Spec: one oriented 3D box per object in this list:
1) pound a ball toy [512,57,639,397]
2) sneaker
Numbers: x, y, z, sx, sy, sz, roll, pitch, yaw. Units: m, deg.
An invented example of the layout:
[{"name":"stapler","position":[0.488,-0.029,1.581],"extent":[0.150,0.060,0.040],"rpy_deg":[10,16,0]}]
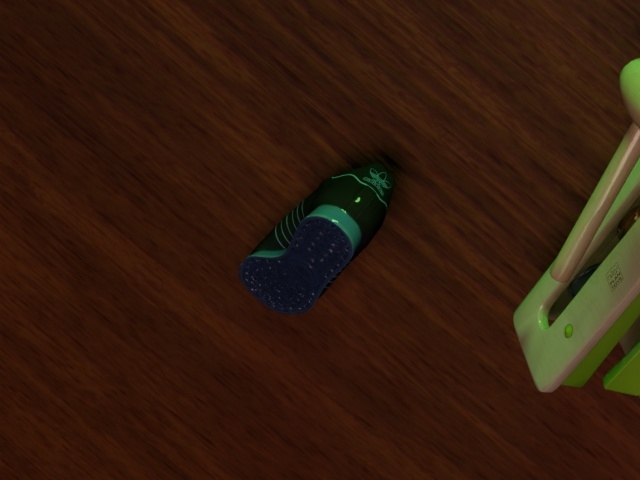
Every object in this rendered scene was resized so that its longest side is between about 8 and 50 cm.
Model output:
[{"name":"pound a ball toy","position":[0.256,-0.016,1.187],"extent":[0.208,0.136,0.319],"rpy_deg":[11,133,-23]},{"name":"sneaker","position":[0.000,0.000,1.397],"extent":[0.081,0.090,0.232],"rpy_deg":[45,150,-6]}]
